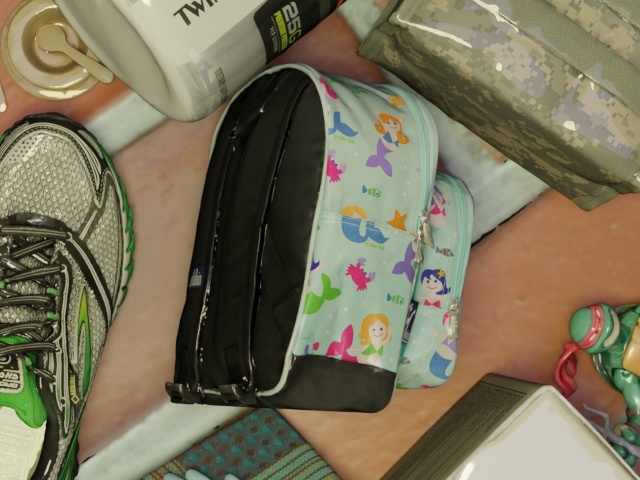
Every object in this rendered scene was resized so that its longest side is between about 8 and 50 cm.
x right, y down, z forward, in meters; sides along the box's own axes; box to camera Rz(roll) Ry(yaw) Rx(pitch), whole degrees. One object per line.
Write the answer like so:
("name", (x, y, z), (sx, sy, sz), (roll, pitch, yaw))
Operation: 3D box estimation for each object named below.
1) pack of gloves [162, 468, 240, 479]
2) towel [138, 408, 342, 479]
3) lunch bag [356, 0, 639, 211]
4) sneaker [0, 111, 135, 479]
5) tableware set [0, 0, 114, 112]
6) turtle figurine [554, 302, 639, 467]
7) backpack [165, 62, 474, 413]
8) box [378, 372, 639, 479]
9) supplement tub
("pack of gloves", (-0.096, 0.260, 1.241), (0.195, 0.046, 0.232), (-26, 55, -23))
("towel", (-0.030, 0.305, 1.260), (0.271, 0.040, 0.370), (-29, 56, -26))
("lunch bag", (0.210, -0.205, 1.358), (0.235, 0.169, 0.287), (35, 79, -5))
("sneaker", (-0.215, 0.074, 1.323), (0.134, 0.146, 0.343), (6, 87, -5))
("tableware set", (-0.221, -0.206, 1.382), (0.128, 0.039, 0.194), (-15, 90, -5))
("turtle figurine", (0.279, 0.092, 1.381), (0.234, 0.118, 0.175), (19, 98, -18))
("backpack", (0.000, 0.000, 1.309), (0.191, 0.225, 0.253), (5, 83, -27))
("box", (0.137, 0.194, 1.306), (0.148, 0.232, 0.127), (-44, 92, -4))
("supplement tub", (-0.037, -0.263, 1.304), (0.338, 0.207, 0.207), (-41, 92, -13))
